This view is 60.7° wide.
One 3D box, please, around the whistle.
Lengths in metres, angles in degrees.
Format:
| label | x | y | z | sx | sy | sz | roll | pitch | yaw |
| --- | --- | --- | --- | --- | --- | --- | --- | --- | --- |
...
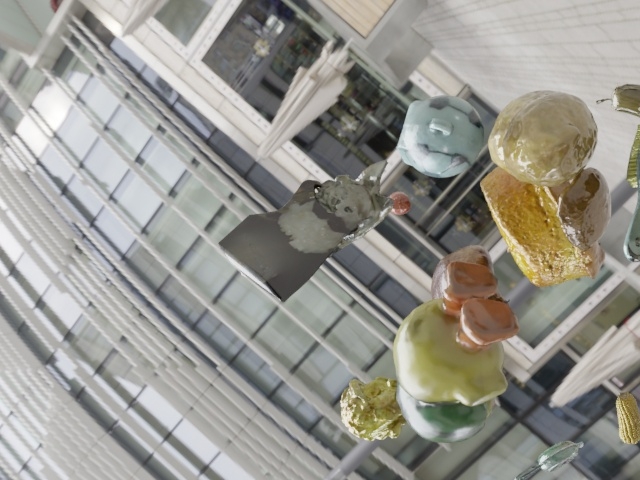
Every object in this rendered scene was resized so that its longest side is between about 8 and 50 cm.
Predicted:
| label | x | y | z | sx | sy | sz | roll | pitch | yaw |
| --- | --- | --- | --- | --- | --- | --- | --- | --- | --- |
| whistle | 0.232 | -0.193 | 1.049 | 0.163 | 0.163 | 0.289 | 43 | -171 | 10 |

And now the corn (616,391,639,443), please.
| label | x | y | z | sx | sy | sz | roll | pitch | yaw |
| --- | --- | --- | --- | --- | --- | --- | --- | --- | --- |
| corn | 0.530 | 0.306 | 0.940 | 0.037 | 0.037 | 0.092 | -66 | -39 | -74 |

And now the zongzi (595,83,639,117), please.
| label | x | y | z | sx | sy | sz | roll | pitch | yaw |
| --- | --- | --- | --- | --- | --- | --- | --- | --- | --- |
| zongzi | 0.830 | -0.329 | 1.400 | 0.188 | 0.081 | 0.178 | 4 | -130 | 5 |

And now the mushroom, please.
| label | x | y | z | sx | sy | sz | roll | pitch | yaw |
| --- | --- | --- | --- | --- | --- | --- | --- | --- | --- |
| mushroom | 0.415 | 0.152 | 1.528 | 0.263 | 0.195 | 0.283 | 90 | 167 | -50 |

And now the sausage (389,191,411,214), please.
| label | x | y | z | sx | sy | sz | roll | pitch | yaw |
| --- | --- | --- | --- | --- | --- | --- | --- | --- | --- |
| sausage | 0.199 | -0.095 | 1.395 | 0.094 | 0.054 | 0.059 | -80 | -25 | -81 |

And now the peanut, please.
| label | x | y | z | sx | sy | sz | roll | pitch | yaw |
| --- | --- | --- | --- | --- | --- | --- | --- | --- | --- |
| peanut | 0.426 | -0.202 | 1.064 | 0.387 | 0.192 | 0.170 | -44 | -63 | -68 |

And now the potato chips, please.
| label | x | y | z | sx | sy | sz | roll | pitch | yaw |
| --- | --- | --- | --- | --- | --- | --- | --- | --- | --- |
| potato chips | 0.534 | -0.060 | 1.077 | 0.049 | 0.150 | 0.202 | 29 | 166 | 45 |

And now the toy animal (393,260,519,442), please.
| label | x | y | z | sx | sy | sz | roll | pitch | yaw |
| --- | --- | --- | --- | --- | --- | --- | --- | --- | --- |
| toy animal | 0.225 | 0.222 | 0.990 | 0.191 | 0.338 | 0.216 | -2 | -144 | -8 |

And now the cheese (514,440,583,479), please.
| label | x | y | z | sx | sy | sz | roll | pitch | yaw |
| --- | --- | --- | --- | --- | --- | --- | --- | --- | --- |
| cheese | 0.352 | 0.342 | 0.843 | 0.026 | 0.120 | 0.067 | 61 | -177 | 38 |

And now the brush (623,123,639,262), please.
| label | x | y | z | sx | sy | sz | roll | pitch | yaw |
| --- | --- | --- | --- | --- | --- | --- | --- | --- | --- |
| brush | 0.595 | -0.102 | 1.020 | 0.068 | 0.297 | 0.060 | 20 | 171 | -18 |

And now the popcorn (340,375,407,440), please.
| label | x | y | z | sx | sy | sz | roll | pitch | yaw |
| --- | --- | --- | --- | --- | --- | --- | --- | --- | --- |
| popcorn | 0.141 | 0.441 | 1.420 | 0.197 | 0.156 | 0.197 | 0 | -179 | 0 |

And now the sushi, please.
| label | x | y | z | sx | sy | sz | roll | pitch | yaw |
| --- | --- | --- | --- | --- | --- | --- | --- | --- | --- |
| sushi | -0.004 | -0.018 | 0.828 | 0.134 | 0.273 | 0.109 | 44 | 164 | 18 |

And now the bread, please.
| label | x | y | z | sx | sy | sz | roll | pitch | yaw |
| --- | --- | --- | --- | --- | --- | --- | --- | --- | --- |
| bread | 0.547 | -0.050 | 1.361 | 0.358 | 0.204 | 0.337 | 44 | -149 | -37 |
